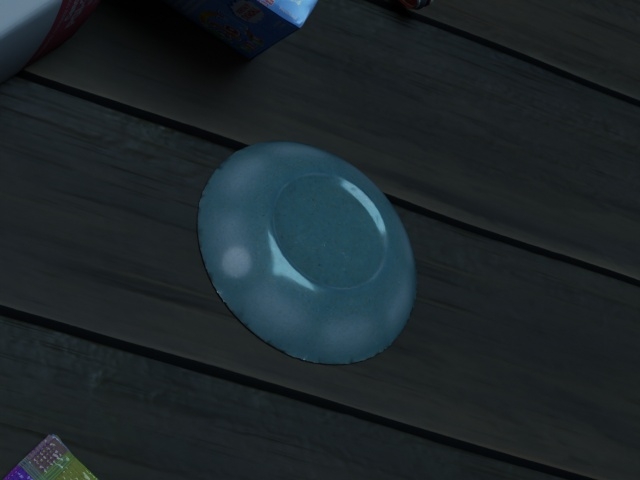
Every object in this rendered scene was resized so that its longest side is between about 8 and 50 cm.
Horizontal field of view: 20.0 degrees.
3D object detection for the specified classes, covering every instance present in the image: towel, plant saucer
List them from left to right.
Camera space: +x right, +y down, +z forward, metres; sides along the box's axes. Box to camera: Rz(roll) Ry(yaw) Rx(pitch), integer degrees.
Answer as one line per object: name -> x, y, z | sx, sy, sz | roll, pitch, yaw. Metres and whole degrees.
towel -> -0.184, 0.173, 1.213 | 0.060, 0.009, 0.083 | 46, 51, -1
plant saucer -> 0.000, 0.000, 1.407 | 0.195, 0.037, 0.195 | 15, 57, -25

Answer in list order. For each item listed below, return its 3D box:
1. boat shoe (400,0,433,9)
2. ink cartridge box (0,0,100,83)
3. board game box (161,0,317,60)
boat shoe -> 0.043, -0.249, 1.568 | 0.043, 0.049, 0.137 | -36, 83, -36
ink cartridge box -> -0.314, -0.180, 1.266 | 0.207, 0.117, 0.283 | 47, 50, 0
board game box -> -0.114, -0.219, 1.385 | 0.211, 0.160, 0.039 | 34, 79, -12
